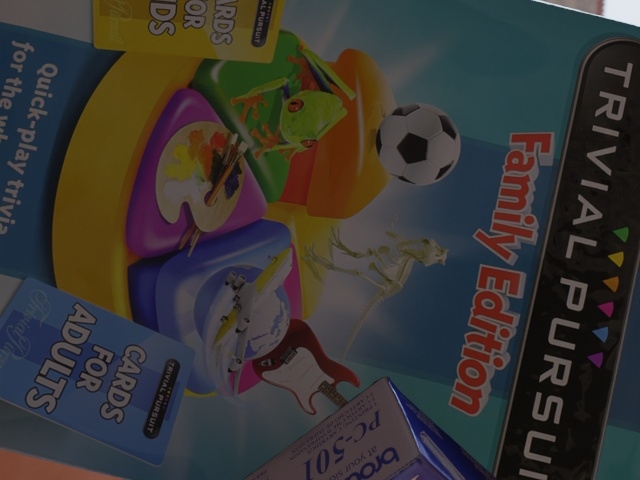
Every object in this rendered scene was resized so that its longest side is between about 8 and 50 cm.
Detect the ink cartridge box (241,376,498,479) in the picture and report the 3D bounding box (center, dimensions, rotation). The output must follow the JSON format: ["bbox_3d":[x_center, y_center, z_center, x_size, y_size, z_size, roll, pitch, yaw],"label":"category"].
[{"bbox_3d":[-0.025,0.146,0.532,0.207,0.097,0.046,-38,-143,11],"label":"ink cartridge box"}]

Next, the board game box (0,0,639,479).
[{"bbox_3d":[0.000,0.000,0.653,0.336,0.079,0.253,14,-101,0],"label":"board game box"}]
